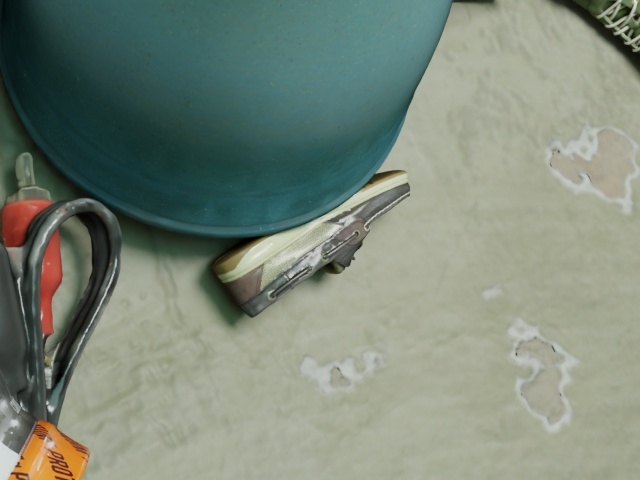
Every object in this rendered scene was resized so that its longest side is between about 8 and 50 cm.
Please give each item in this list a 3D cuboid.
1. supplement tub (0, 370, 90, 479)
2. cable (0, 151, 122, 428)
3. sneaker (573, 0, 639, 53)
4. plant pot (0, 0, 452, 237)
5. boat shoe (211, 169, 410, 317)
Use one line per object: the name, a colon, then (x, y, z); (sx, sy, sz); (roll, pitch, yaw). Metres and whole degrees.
supplement tub: (-0.288, 0.086, 0.487); (0.338, 0.207, 0.207); (29, 67, -8)
cable: (-0.176, 0.085, 0.650); (0.140, 0.072, 0.287); (-9, 93, -33)
sneaker: (0.269, -0.176, 0.890); (0.192, 0.064, 0.086); (8, 69, -25)
plant pot: (-0.038, -0.172, 0.621); (0.272, 0.255, 0.271); (6, 68, -14)
boat shoe: (0.000, 0.000, 0.740); (0.152, 0.056, 0.049); (-29, 101, -23)
